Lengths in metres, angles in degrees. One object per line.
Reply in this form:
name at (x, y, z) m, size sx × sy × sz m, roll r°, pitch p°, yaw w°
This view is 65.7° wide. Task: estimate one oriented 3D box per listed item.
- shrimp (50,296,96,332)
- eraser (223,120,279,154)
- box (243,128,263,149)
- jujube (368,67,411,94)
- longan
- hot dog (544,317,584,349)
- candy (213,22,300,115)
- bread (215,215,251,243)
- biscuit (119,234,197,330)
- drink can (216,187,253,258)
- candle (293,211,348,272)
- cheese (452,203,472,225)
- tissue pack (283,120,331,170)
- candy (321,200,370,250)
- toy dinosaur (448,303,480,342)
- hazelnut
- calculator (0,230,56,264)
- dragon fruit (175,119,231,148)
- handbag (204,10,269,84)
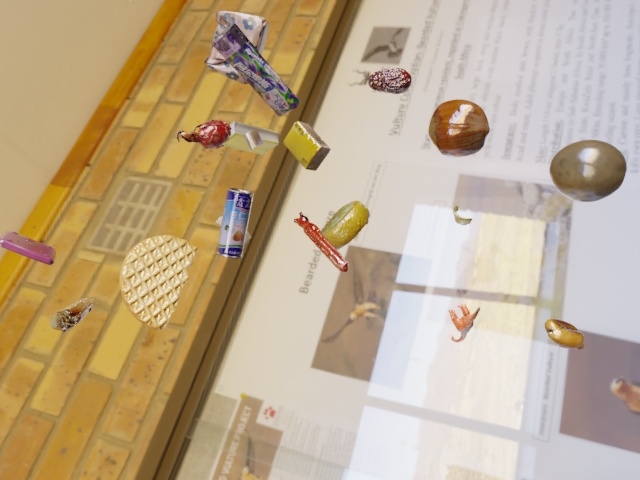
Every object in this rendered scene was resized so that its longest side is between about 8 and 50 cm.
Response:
shrimp at (-0.725, 0.218, 1.452) m, size 0.145 × 0.267 × 0.061 m, roll -32°, pitch -81°, yaw -19°
eraser at (-0.313, -0.445, 2.163) m, size 0.226 × 0.158 × 0.069 m, roll 8°, pitch -102°, yaw -35°
box at (-0.212, -0.322, 1.579) m, size 0.053 × 0.024 × 0.083 m, roll 65°, pitch -160°, yaw -11°
jujube at (0.270, -0.621, 1.921) m, size 0.104 × 0.166 × 0.104 m, roll 12°, pitch -90°, yaw -80°
longan at (0.910, -0.239, 1.705) m, size 0.248 × 0.248 × 0.248 m, roll 10°, pitch -90°, yaw -71°
hot dog at (0.669, 0.259, 1.355) m, size 0.060 × 0.140 × 0.090 m, roll -65°, pitch 32°, yaw 25°
candy at (-0.195, -0.520, 1.542) m, size 0.312 × 0.088 × 0.061 m, roll 44°, pitch -125°, yaw -29°
bread at (-0.421, -0.051, 2.406) m, size 0.077 × 0.105 × 0.152 m, roll -45°, pitch -61°, yaw -35°
biscuit at (-0.507, 0.104, 1.528) m, size 0.205 × 0.040 × 0.308 m, roll 33°, pitch -126°, yaw -28°
drink can at (-0.300, -0.060, 1.740) m, size 0.097 × 0.097 × 0.235 m, roll -18°, pitch -58°, yaw -69°
candle at (0.000, 0.000, 1.696) m, size 0.048 × 0.329 × 0.051 m, roll -33°, pitch -43°, yaw -11°
cheese at (0.459, -0.084, 1.637) m, size 0.041 × 0.084 × 0.060 m, roll -40°, pitch -12°, yaw 6°
tissue pack at (-0.058, -0.377, 1.981) m, size 0.082 × 0.169 × 0.120 m, roll -7°, pitch -38°, yaw -52°
candy at (0.102, -0.061, 2.144) m, size 0.260 × 0.118 × 0.260 m, roll -45°, pitch 10°, yaw 10°
toy dinosaur at (0.432, 0.252, 1.524) m, size 0.279 × 0.055 × 0.101 m, roll 85°, pitch 165°, yaw -71°
hazelnut at (0.489, -0.396, 1.775) m, size 0.210 × 0.186 × 0.210 m, roll 168°, pitch 90°, yaw -76°
calculator at (-0.703, 0.015, 1.198) m, size 0.127 × 0.190 × 0.034 m, roll 30°, pitch -98°, yaw -27°
dragon fruit at (-0.374, -0.333, 1.580) m, size 0.191 × 0.094 × 0.094 m, roll -19°, pitch -58°, yaw -34°
handbag at (-0.319, -0.747, 1.903) m, size 0.190 × 0.193 × 0.251 m, roll -97°, pitch 25°, yaw -71°
